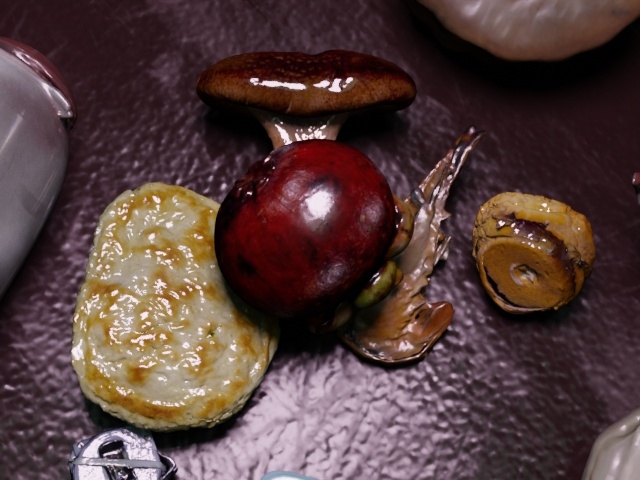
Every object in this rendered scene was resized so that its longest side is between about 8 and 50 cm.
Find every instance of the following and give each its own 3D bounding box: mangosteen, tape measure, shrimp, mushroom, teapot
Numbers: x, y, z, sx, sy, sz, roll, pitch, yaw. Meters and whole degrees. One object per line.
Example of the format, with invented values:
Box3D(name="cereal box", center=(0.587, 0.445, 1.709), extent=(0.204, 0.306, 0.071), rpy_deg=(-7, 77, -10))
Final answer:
Box3D(name="mangosteen", center=(0.000, 0.000, 1.138), extent=(0.199, 0.200, 0.200), rpy_deg=(1, 70, -3))
Box3D(name="tape measure", center=(-0.190, 0.220, 1.150), extent=(0.094, 0.054, 0.091), rpy_deg=(-31, 77, -23))
Box3D(name="shrimp", center=(0.113, 0.010, 1.241), extent=(0.117, 0.066, 0.262), rpy_deg=(37, 86, -4))
Box3D(name="mushroom", center=(-0.011, -0.084, 1.248), extent=(0.226, 0.148, 0.218), rpy_deg=(-2, 89, 6))
Box3D(name="teapot", center=(-0.396, -0.069, 1.175), extent=(0.314, 0.233, 0.312), rpy_deg=(16, 60, 31))

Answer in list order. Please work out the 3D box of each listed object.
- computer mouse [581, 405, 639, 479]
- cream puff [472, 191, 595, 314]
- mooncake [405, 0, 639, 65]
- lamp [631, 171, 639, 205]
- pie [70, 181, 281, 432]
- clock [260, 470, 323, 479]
Box3D(name="computer mouse", center=(0.466, 0.232, 1.145), extent=(0.428, 0.145, 0.228), rpy_deg=(-13, 79, 5))
Box3D(name="cream puff", center=(0.213, 0.007, 1.221), extent=(0.133, 0.119, 0.104), rpy_deg=(42, 51, -1))
Box3D(name="mooncake", center=(0.215, -0.326, 1.284), extent=(0.290, 0.161, 0.291), rpy_deg=(0, 95, 1))
Box3D(name="lamp", center=(0.444, -0.015, 1.180), extent=(0.265, 0.233, 0.233), rpy_deg=(40, 72, -4))
Box3D(name="pie", center=(-0.140, 0.070, 1.183), extent=(0.201, 0.090, 0.248), rpy_deg=(16, 64, -13))
Box3D(name="clock", center=(-0.022, 0.298, 1.138), extent=(0.108, 0.045, 0.147), rpy_deg=(14, 71, 2))
